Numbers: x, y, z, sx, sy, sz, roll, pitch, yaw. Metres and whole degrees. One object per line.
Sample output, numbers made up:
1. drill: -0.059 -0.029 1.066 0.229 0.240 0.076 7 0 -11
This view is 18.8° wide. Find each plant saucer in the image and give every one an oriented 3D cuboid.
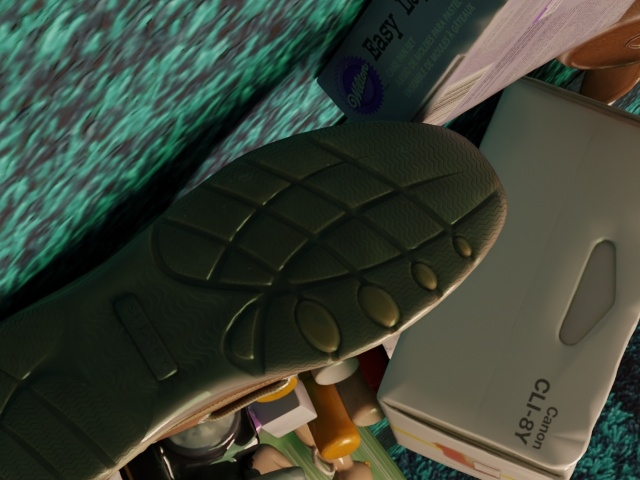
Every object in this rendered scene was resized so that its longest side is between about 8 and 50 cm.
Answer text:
1. plant saucer: 0.235 -0.156 1.369 0.168 0.029 0.168 -15 170 -3

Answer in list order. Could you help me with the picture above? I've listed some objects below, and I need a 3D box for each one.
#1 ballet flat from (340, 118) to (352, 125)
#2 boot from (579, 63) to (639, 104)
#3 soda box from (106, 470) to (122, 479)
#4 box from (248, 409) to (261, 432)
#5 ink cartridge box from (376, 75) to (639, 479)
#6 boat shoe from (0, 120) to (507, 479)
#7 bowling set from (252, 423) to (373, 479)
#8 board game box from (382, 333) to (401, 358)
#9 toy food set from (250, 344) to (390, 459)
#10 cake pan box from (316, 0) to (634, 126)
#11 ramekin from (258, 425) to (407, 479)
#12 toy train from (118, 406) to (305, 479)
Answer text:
1. ballet flat: 0.000 0.000 1.243 0.072 0.068 0.213 -27 162 -53
2. boot: 0.277 -0.164 1.658 0.118 0.042 0.087 -48 170 33
3. soda box: -0.121 0.238 1.067 0.074 0.216 0.069 -12 -162 17
4. box: -0.184 0.249 1.621 0.293 0.057 0.201 -38 169 -17
5. ink cartridge box: 0.173 0.053 1.581 0.384 0.160 0.279 68 44 -79
6. boat shoe: -0.055 0.034 1.032 0.324 0.123 0.116 -25 177 -3
7. bowling set: -0.072 0.290 1.864 0.200 0.154 0.287 -30 -169 33
8. board game box: 0.174 0.006 1.941 0.305 0.053 0.193 -46 168 22
9. toy food set: -0.006 0.099 1.644 0.111 0.104 0.232 -30 153 10
10. cake pan box: 0.142 -0.176 1.045 0.246 0.070 0.267 -30 165 -40
11. ramekin: -0.048 0.301 2.077 0.303 0.148 0.303 -40 170 -9
12. toy train: -0.124 0.152 1.247 0.190 0.142 0.334 -21 169 -11
